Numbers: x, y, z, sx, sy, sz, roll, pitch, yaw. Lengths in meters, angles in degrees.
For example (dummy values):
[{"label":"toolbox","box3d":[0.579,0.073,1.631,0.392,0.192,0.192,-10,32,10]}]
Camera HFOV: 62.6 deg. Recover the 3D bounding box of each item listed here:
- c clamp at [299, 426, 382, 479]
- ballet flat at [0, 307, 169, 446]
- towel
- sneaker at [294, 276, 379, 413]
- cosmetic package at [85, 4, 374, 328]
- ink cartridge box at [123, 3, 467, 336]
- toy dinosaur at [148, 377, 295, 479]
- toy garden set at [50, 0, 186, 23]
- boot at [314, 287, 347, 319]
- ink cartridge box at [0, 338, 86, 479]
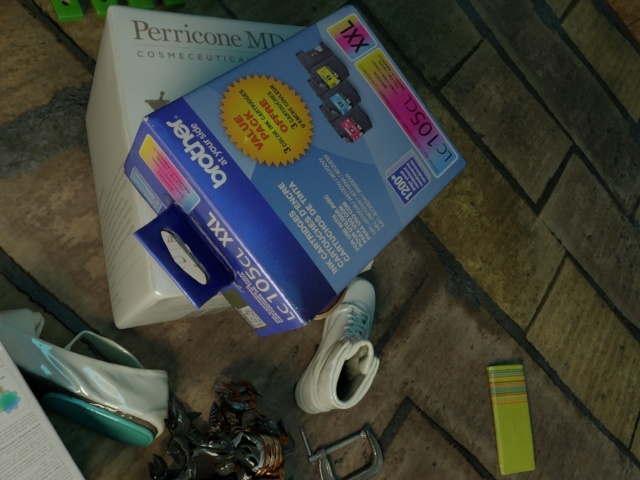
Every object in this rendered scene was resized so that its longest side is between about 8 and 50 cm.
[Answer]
[{"label":"c clamp","box3d":[0.048,0.406,1.001,0.160,0.022,0.137,-7,79,-29]},{"label":"ballet flat","box3d":[-0.404,0.179,0.774,0.400,0.139,0.139,30,63,-23]},{"label":"towel","box3d":[0.439,0.409,1.218,0.102,0.021,0.238,3,75,-22]},{"label":"sneaker","box3d":[0.068,0.186,0.991,0.108,0.169,0.293,32,62,-15]},{"label":"cosmetic package","box3d":[-0.170,-0.092,0.849,0.329,0.327,0.394,-7,78,-30]},{"label":"ink cartridge box","box3d":[-0.040,-0.073,0.639,0.395,0.151,0.270,-42,97,-29]},{"label":"toy dinosaur","box3d":[-0.126,0.318,0.780,0.218,0.322,0.165,11,92,-27]},{"label":"toy garden set","box3d":[-0.412,-0.519,1.005,0.244,0.049,0.204,-23,89,-31]},{"label":"boot","box3d":[0.000,0.000,0.998,0.207,0.090,0.249,70,32,-44]},{"label":"ink cartridge box","box3d":[-0.393,0.297,0.616,0.185,0.065,0.311,-35,99,-45]}]
